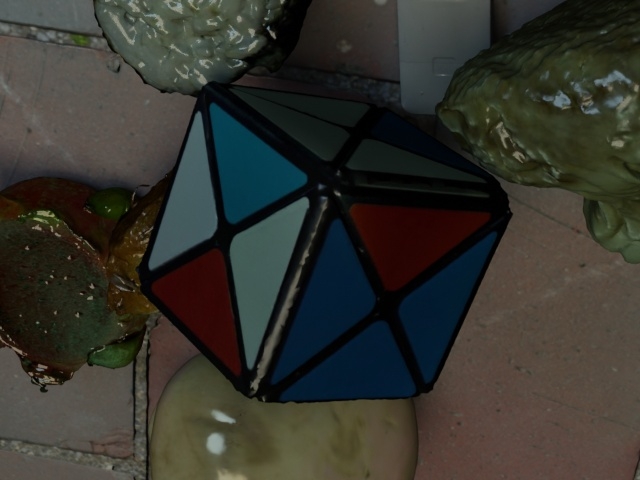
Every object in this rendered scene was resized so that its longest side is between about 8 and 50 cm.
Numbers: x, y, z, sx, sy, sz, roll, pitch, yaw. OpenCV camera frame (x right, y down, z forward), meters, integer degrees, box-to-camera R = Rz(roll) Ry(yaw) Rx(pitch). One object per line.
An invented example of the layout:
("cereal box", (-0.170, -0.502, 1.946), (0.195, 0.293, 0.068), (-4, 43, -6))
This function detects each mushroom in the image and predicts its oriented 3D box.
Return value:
("mushroom", (-0.059, 0.236, 1.731), (0.353, 0.353, 0.325), (4, 153, 10))

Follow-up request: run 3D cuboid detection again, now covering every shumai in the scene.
("shumai", (0.310, -0.096, 1.409), (0.292, 0.330, 0.288), (-31, 104, -17))

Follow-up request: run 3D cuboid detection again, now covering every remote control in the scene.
("remote control", (0.131, -0.245, 1.520), (0.103, 0.034, 0.250), (2, 125, 11))

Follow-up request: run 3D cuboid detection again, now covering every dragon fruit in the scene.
("dragon fruit", (-0.330, 0.037, 1.763), (0.268, 0.130, 0.295), (-19, 118, 24))

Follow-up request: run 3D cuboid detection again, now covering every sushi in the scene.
("sushi", (-0.124, -0.015, 1.651), (0.296, 0.167, 0.179), (-48, 110, -7))
("sushi", (-0.080, -0.303, 1.445), (0.211, 0.171, 0.350), (33, 125, -9))

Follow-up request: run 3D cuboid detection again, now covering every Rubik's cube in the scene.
("Rubik's cube", (0.000, 0.000, 1.455), (0.246, 0.250, 0.248), (5, 114, -39))
